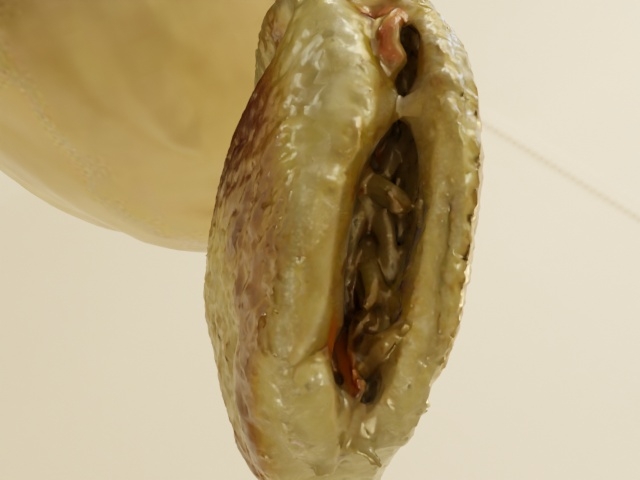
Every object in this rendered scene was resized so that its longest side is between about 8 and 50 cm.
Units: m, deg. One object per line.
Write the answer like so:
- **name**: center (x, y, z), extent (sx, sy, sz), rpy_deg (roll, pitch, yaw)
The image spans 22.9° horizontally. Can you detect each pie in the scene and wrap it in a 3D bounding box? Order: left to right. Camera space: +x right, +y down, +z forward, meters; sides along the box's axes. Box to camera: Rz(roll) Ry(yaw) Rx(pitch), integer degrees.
- **pie**: center (0.000, 0.000, 0.596), extent (0.084, 0.205, 0.179), rpy_deg (7, 171, -12)

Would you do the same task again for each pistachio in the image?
- **pistachio**: center (-0.102, -0.124, 0.854), extent (0.238, 0.321, 0.229), rpy_deg (-29, -140, 11)
